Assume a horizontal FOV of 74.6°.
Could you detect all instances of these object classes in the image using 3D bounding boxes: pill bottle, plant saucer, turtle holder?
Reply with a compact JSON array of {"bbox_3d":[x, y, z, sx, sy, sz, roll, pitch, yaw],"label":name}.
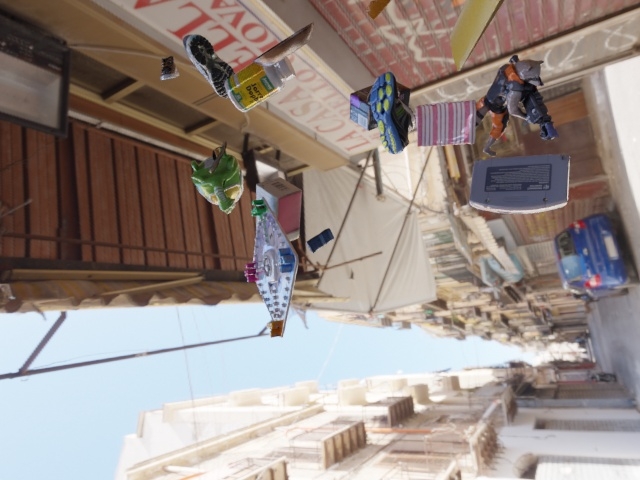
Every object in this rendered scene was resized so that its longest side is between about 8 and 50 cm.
[{"bbox_3d":[-0.188,-0.506,1.330,0.118,0.208,0.118,56,-162,-29],"label":"pill bottle"},{"bbox_3d":[-0.094,-0.528,1.147,0.036,0.198,0.199,58,-146,-26],"label":"plant saucer"},{"bbox_3d":[0.460,-0.675,1.096,0.333,0.080,0.333,-57,-6,-9],"label":"plant saucer"},{"bbox_3d":[-0.469,-0.283,2.037,0.243,0.320,0.228,-42,-44,-23],"label":"turtle holder"}]

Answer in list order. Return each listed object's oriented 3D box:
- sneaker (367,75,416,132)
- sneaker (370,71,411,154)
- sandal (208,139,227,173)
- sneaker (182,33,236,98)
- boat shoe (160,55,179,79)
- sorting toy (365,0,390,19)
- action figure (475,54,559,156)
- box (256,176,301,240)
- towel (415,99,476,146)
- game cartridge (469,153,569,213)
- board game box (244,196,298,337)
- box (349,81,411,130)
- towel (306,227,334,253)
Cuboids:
[{"bbox_3d":[0.244,-0.454,1.471,0.108,0.100,0.271,-54,-41,5],"label":"sneaker"},{"bbox_3d":[0.172,-0.303,1.001,0.078,0.067,0.188,-33,-64,-37],"label":"sneaker"},{"bbox_3d":[-0.476,-0.390,1.926,0.049,0.072,0.180,29,-110,-21],"label":"sandal"},{"bbox_3d":[-0.437,-0.698,1.669,0.110,0.122,0.283,-45,-38,-9],"label":"sneaker"},{"bbox_3d":[-0.648,-0.729,1.774,0.183,0.065,0.083,-108,6,-62],"label":"boat shoe"},{"bbox_3d":[0.185,-0.695,0.975,0.229,0.307,0.041,45,-150,-9],"label":"sorting toy"},{"bbox_3d":[0.607,-0.428,1.370,0.178,0.330,0.342,-2,-123,-19],"label":"action figure"},{"bbox_3d":[-0.173,-0.118,1.728,0.126,0.148,0.233,-24,-45,-36],"label":"box"},{"bbox_3d":[0.421,-0.391,1.417,0.029,0.196,0.144,-42,-51,-55],"label":"towel"},{"bbox_3d":[0.662,-0.187,1.411,0.062,0.297,0.198,31,-114,-55],"label":"game cartridge"},{"bbox_3d":[-0.200,0.098,1.569,0.390,0.050,0.390,-124,37,-45],"label":"board game box"},{"bbox_3d":[0.300,-0.691,2.130,0.270,0.165,0.143,-28,-39,-21],"label":"box"},{"bbox_3d":[0.000,0.000,1.800,0.029,0.119,0.067,49,168,49],"label":"towel"}]
